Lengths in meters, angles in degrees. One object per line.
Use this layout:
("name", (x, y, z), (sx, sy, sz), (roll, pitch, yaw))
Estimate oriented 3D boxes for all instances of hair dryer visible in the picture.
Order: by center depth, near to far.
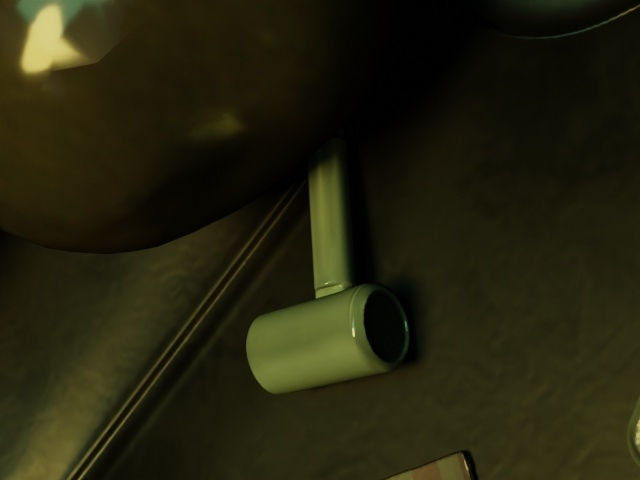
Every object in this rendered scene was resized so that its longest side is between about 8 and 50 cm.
("hair dryer", (0.000, 0.000, 0.826), (0.063, 0.038, 0.124), (-16, 69, 35))

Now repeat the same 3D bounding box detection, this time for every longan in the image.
("longan", (-0.071, -0.097, 0.797), (0.212, 0.198, 0.198), (-36, 64, 30))

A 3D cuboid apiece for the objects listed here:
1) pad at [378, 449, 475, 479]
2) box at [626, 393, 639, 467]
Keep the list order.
("pad", (-0.035, 0.227, 0.839), (0.300, 0.005, 0.202), (-24, 71, 34))
("box", (0.176, 0.060, 0.661), (0.122, 0.062, 0.089), (28, 101, 36))
